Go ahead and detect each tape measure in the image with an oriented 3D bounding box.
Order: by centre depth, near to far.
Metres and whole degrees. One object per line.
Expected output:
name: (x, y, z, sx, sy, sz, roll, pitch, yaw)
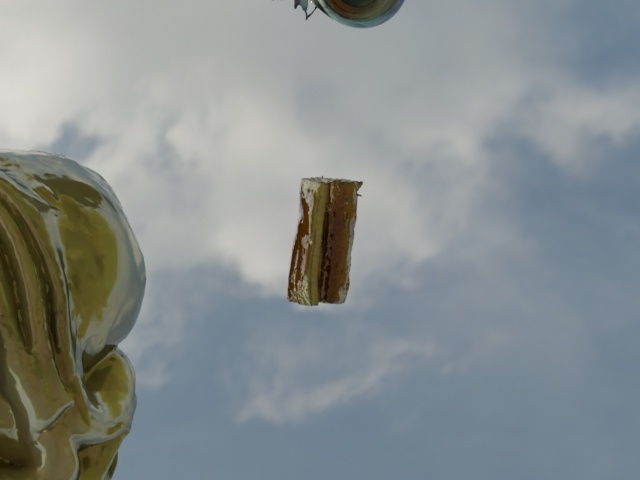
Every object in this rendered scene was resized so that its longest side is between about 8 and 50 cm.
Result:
tape measure: (0.028, -0.273, 1.660, 0.107, 0.180, 0.104, 12, -96, 11)

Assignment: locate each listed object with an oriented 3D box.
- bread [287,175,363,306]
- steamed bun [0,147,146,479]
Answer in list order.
bread: (0.000, 0.000, 1.055, 0.036, 0.047, 0.083, 2, -83, -36)
steamed bun: (-0.303, 0.065, 1.248, 0.324, 0.219, 0.310, -14, -117, 23)
